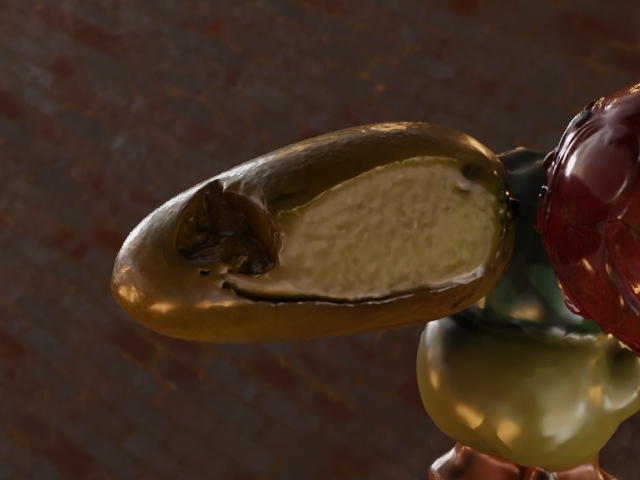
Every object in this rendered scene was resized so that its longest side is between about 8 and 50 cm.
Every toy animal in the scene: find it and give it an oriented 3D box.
[{"bbox_3d":[0.180,0.088,1.413,0.216,0.338,0.191,9,-167,31],"label":"toy animal"}]

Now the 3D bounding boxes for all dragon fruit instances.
[{"bbox_3d":[0.225,-0.014,0.991,0.172,0.172,0.209,-31,-126,-18],"label":"dragon fruit"}]

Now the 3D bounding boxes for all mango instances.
[{"bbox_3d":[0.000,0.000,0.997,0.262,0.167,0.130,-10,-95,-28],"label":"mango"}]
